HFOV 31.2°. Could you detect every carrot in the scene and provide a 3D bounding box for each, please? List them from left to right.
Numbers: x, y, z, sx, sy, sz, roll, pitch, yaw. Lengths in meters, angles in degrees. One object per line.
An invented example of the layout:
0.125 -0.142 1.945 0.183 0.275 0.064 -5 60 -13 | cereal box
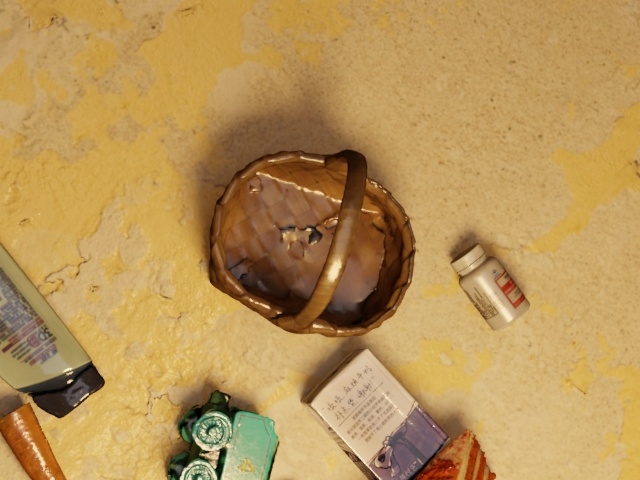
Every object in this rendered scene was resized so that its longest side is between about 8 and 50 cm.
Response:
-0.424 0.352 1.765 0.061 0.061 0.210 -30 95 -14 | carrot

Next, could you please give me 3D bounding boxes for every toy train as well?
-0.152 0.342 1.803 0.154 0.107 0.198 19 80 -18 | toy train

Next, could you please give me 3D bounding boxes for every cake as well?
0.211 0.437 1.777 0.262 0.159 0.158 -41 127 -18 | cake

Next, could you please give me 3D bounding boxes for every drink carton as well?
0.091 0.297 1.863 0.134 0.102 0.222 -43 94 -12 | drink carton

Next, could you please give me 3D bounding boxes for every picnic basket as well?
0.000 0.000 1.769 0.337 0.337 0.293 18 80 -10 | picnic basket

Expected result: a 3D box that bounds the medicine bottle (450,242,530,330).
0.285 0.077 1.943 0.079 0.079 0.140 -37 92 -14 | medicine bottle

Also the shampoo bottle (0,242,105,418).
-0.489 0.119 1.766 0.134 0.078 0.359 -38 93 -11 | shampoo bottle
